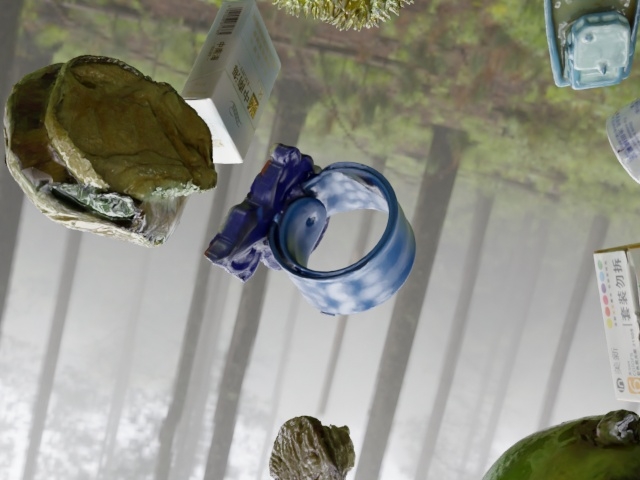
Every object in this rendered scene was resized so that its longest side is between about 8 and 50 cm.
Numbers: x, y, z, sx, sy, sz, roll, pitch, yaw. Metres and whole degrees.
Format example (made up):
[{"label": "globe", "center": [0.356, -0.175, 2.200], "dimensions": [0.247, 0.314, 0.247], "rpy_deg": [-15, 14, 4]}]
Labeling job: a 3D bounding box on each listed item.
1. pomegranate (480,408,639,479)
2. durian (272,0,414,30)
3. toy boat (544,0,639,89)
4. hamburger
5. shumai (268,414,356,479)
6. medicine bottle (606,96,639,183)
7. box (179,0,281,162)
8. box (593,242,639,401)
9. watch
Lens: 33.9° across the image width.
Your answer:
[{"label": "pomegranate", "center": [0.232, 0.296, 0.838], "dimensions": [0.260, 0.340, 0.260], "rpy_deg": [4, -177, 0]}, {"label": "durian", "center": [0.038, -0.414, 1.365], "dimensions": [0.291, 0.291, 0.224], "rpy_deg": [11, 160, -14]}, {"label": "toy boat", "center": [0.388, -0.360, 1.477], "dimensions": [0.145, 0.332, 0.133], "rpy_deg": [-5, -142, 6]}, {"label": "hamburger", "center": [-0.284, -0.120, 1.411], "dimensions": [0.285, 0.134, 0.265], "rpy_deg": [23, -143, -35]}, {"label": "shumai", "center": [-0.003, 0.325, 1.518], "dimensions": [0.105, 0.123, 0.139], "rpy_deg": [26, -165, -23]}, {"label": "medicine bottle", "center": [0.580, -0.209, 1.482], "dimensions": [0.341, 0.130, 0.130], "rpy_deg": [-34, 157, 35]}, {"label": "box", "center": [-0.147, -0.267, 1.763], "dimensions": [0.067, 0.243, 0.155], "rpy_deg": [0, 143, 23]}, {"label": "box", "center": [0.525, 0.098, 1.463], "dimensions": [0.274, 0.221, 0.091], "rpy_deg": [-6, 177, -21]}, {"label": "watch", "center": [0.006, -0.004, 1.286], "dimensions": [0.200, 0.196, 0.171], "rpy_deg": [24, 170, 30]}]
